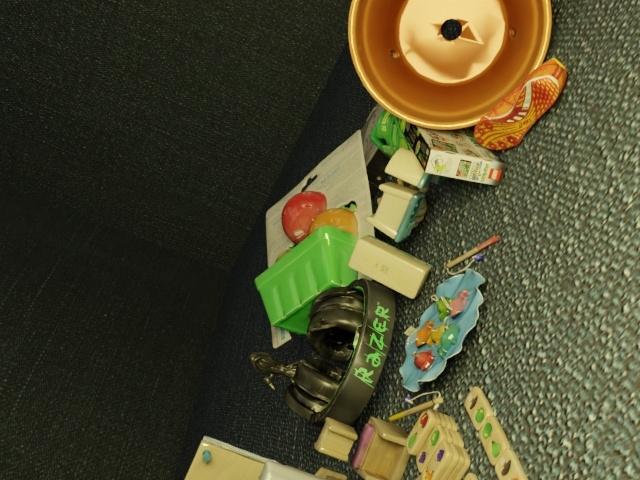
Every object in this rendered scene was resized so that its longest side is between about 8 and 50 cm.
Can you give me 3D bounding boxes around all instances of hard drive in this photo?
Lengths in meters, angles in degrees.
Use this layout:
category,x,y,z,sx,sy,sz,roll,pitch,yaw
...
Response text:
category,x,y,z,sx,sy,sz,roll,pitch,yaw
hard drive,0.174,-0.290,1.577,0.236,0.064,0.339,-80,17,-48

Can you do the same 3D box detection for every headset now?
category,x,y,z,sx,sy,sz,roll,pitch,yaw
headset,-0.001,0.194,1.155,0.394,0.185,0.243,130,160,-65

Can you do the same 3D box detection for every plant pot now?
category,x,y,z,sx,sy,sz,roll,pitch,yaw
plant pot,0.203,-0.331,1.076,0.290,0.291,0.203,-63,-4,20

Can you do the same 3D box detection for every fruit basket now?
category,x,y,z,sx,sy,sz,roll,pitch,yaw
fruit basket,0.000,0.000,1.362,0.327,0.166,0.352,-39,37,36

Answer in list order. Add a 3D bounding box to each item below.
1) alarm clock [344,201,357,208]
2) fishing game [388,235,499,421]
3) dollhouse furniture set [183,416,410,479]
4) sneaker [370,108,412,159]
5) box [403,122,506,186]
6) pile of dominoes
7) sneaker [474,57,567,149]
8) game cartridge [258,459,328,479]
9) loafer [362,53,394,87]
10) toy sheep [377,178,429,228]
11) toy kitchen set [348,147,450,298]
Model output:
category,x,y,z,sx,sy,sz,roll,pitch,yaw
alarm clock,0.037,-0.026,1.710,0.129,0.064,0.192,-94,26,-65
fishing game,0.153,0.113,0.914,0.264,0.041,0.189,-63,8,-26
dollhouse furniture set,-0.081,0.339,0.961,0.198,0.304,0.286,-173,105,-77
sneaker,0.168,-0.198,1.283,0.109,0.124,0.295,-69,13,-8
box,0.201,-0.143,1.052,0.207,0.114,0.036,-94,15,-66
pile of dominoes,0.138,0.285,0.732,0.251,0.040,0.195,-100,34,-69
sneaker,0.281,-0.183,0.953,0.067,0.064,0.175,-51,6,-33
game cartridge,-0.028,0.433,0.807,0.060,0.196,0.294,168,123,-76
loafer,0.210,-0.488,1.656,0.112,0.112,0.319,-92,27,-63
toy sheep,0.146,-0.059,1.220,0.132,0.091,0.091,-50,20,40
toy kitchen set,0.163,-0.037,1.120,0.166,0.122,0.207,-22,-44,-62
